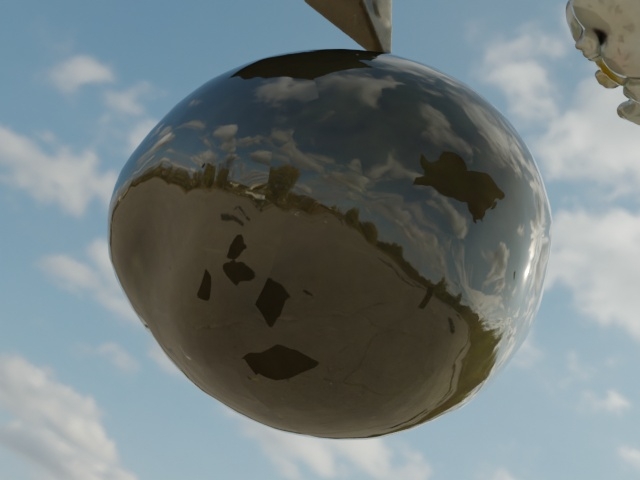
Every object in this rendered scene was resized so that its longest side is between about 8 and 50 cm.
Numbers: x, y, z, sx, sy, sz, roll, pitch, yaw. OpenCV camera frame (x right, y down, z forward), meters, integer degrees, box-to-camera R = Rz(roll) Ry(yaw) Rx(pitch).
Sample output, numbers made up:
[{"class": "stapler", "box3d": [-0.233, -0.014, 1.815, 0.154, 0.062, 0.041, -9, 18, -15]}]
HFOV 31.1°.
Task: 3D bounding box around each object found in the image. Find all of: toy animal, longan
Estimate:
[{"class": "toy animal", "box3d": [0.150, -0.096, 0.513, 0.085, 0.071, 0.124, -39, -63, 23]}, {"class": "longan", "box3d": [0.000, 0.000, 0.636, 0.248, 0.248, 0.248, 25, -25, 13]}]

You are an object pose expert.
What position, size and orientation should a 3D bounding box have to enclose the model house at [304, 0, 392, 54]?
[{"class": "model house", "box3d": [0.004, -0.232, 0.789, 0.181, 0.176, 0.248, -32, -102, 43]}]
